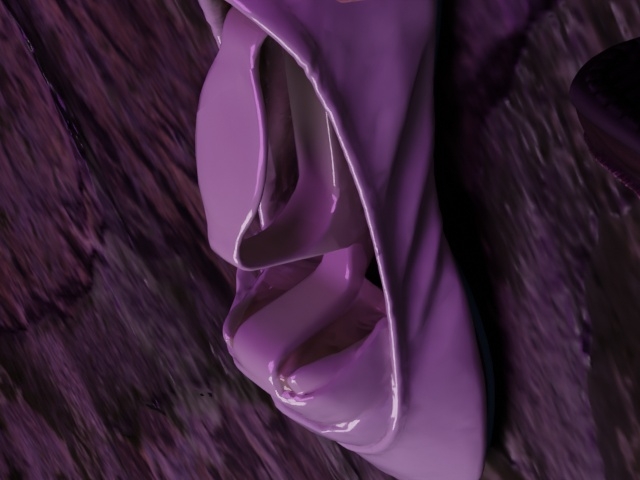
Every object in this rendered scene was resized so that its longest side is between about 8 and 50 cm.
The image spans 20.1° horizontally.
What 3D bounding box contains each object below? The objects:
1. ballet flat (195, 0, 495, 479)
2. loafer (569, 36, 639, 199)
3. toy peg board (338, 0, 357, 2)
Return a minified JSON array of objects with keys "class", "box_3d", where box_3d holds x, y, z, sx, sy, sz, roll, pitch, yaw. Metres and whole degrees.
[{"class":"ballet flat","box_3d":[0.000,0.000,0.919,0.139,0.139,0.400,31,142,39]},{"class":"loafer","box_3d":[0.182,-0.003,0.688,0.220,0.080,0.078,38,145,31]},{"class":"toy peg board","box_3d":[0.068,-0.184,0.710,0.161,0.079,0.161,4,106,55]}]
